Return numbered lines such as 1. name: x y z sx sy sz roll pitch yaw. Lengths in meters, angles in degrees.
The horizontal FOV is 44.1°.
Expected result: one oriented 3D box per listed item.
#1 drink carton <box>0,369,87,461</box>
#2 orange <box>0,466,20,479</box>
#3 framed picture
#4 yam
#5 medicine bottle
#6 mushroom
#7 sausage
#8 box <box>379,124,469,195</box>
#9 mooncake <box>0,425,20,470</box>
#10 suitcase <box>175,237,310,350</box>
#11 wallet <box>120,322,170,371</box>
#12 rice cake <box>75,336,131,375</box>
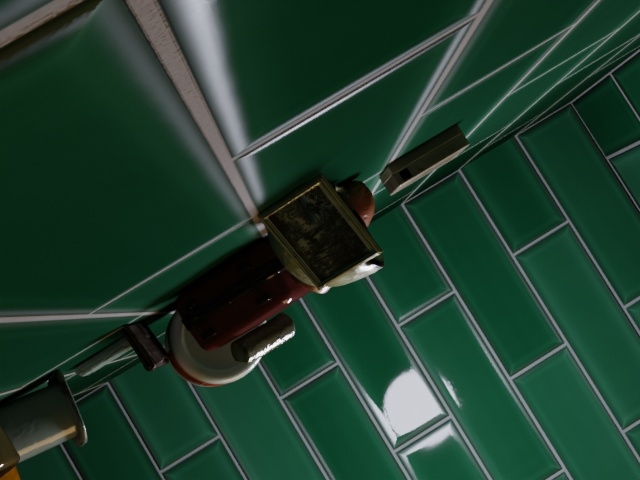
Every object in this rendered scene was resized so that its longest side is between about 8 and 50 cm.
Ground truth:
1. drink carton: -0.683 0.441 1.895 0.189 0.191 0.185 -21 173 -36
2. orange: -0.790 0.565 1.665 0.312 0.312 0.312 -31 177 -2
3. framed picture: -0.001 -0.010 1.371 0.142 0.183 0.011 -32 -160 19
4. yam: -0.133 0.233 1.860 0.169 0.068 0.068 -29 176 -43
5. medicine bottle: -0.282 0.259 2.098 0.252 0.253 0.241 -30 176 -20
6. mushroom: 0.004 0.007 1.516 0.164 0.190 0.267 -29 177 12
7. sausage: 0.032 -0.011 1.706 0.259 0.113 0.113 -61 166 18
8. box: 0.247 -0.190 1.900 0.201 0.058 0.141 -30 176 -6
9. mooncake: -0.704 0.411 1.422 0.284 0.156 0.284 -30 175 -3
10. suitcase: -0.168 0.118 1.853 0.297 0.161 0.236 -34 177 25
11. wallet: -0.422 0.256 1.914 0.042 0.124 0.230 -36 177 -3
12. rice cake: -0.552 0.299 2.111 0.211 0.038 0.124 -31 176 -2
